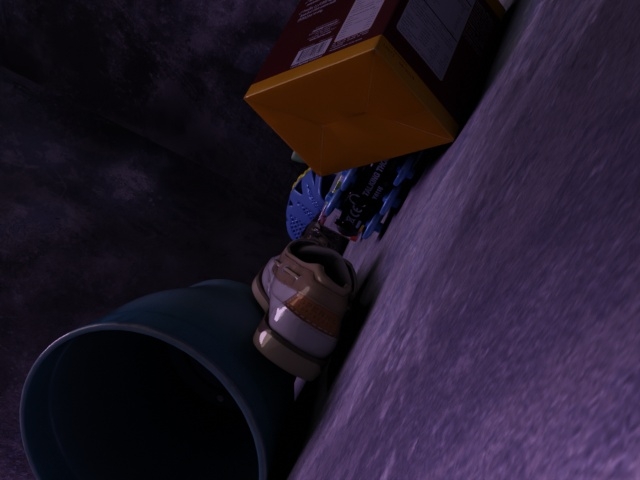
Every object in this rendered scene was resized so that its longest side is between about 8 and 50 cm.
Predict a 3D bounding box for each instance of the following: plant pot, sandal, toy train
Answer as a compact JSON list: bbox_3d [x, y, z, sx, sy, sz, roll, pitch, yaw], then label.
[{"bbox_3d":[-0.144,0.170,1.064,0.272,0.271,0.255,-62,-7,25],"label":"plant pot"},{"bbox_3d":[0.011,-0.113,2.062,0.138,0.126,0.317,-77,11,-60],"label":"sandal"},{"bbox_3d":[0.070,-0.081,1.114,0.105,0.080,0.184,-54,-6,-43],"label":"toy train"}]

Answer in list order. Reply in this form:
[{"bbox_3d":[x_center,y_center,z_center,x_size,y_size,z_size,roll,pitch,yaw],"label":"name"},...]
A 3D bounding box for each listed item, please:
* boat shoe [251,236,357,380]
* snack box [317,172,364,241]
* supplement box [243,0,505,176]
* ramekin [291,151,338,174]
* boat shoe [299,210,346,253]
[{"bbox_3d":[-0.008,0.055,1.060,0.103,0.113,0.302,-57,11,9],"label":"boat shoe"},{"bbox_3d":[0.076,-0.121,1.391,0.174,0.070,0.207,-71,7,-72],"label":"snack box"},{"bbox_3d":[0.058,-0.195,0.995,0.191,0.129,0.194,-11,44,46],"label":"supplement box"},{"bbox_3d":[0.077,-0.257,1.806,0.303,0.148,0.303,-63,3,6],"label":"ramekin"},{"bbox_3d":[0.001,0.000,1.564,0.223,0.080,0.073,-60,-7,-59],"label":"boat shoe"}]
